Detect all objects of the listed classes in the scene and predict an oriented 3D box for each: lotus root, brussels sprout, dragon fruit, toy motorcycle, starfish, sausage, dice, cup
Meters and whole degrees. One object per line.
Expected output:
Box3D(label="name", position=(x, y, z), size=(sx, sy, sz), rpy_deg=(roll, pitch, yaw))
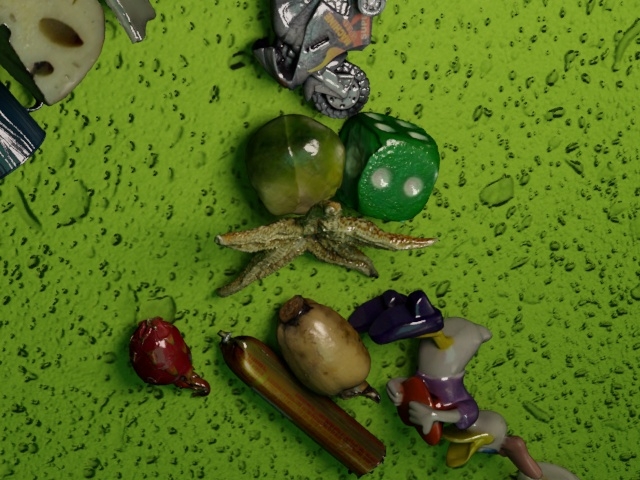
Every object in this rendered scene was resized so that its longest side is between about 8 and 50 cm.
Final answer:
Box3D(label="lotus root", position=(0.012, 0.180, 1.765), size=(0.118, 0.125, 0.221), rpy_deg=(-34, 110, 2))
Box3D(label="brussels sprout", position=(-0.033, -0.112, 1.620), size=(0.155, 0.117, 0.155), rpy_deg=(-7, 145, -5))
Box3D(label="dragon fruit", position=(-0.230, 0.194, 1.733), size=(0.094, 0.094, 0.190), rpy_deg=(-29, 130, 0))
Box3D(label="toy motorcycle", position=(-0.007, -0.311, 1.539), size=(0.173, 0.108, 0.307), rpy_deg=(-2, 113, -8))
Box3D(label="starfish", position=(0.000, -0.003, 1.619), size=(0.347, 0.078, 0.358), rpy_deg=(-1, 160, -17))
Box3D(label="sausage", position=(-0.039, 0.255, 1.818), size=(0.082, 0.082, 0.371), rpy_deg=(-43, 117, 7))
Box3D(label="dice", position=(0.094, -0.108, 1.649), size=(0.120, 0.128, 0.130), rpy_deg=(9, 111, -21))
Box3D(label="cup", position=(-0.443, -0.170, 1.498), size=(0.113, 0.150, 0.138), rpy_deg=(-16, 123, 32))
Box3D(label="lotus root", position=(-0.393, -0.335, 1.348), size=(0.149, 0.260, 0.267), rpy_deg=(-42, 146, -16))

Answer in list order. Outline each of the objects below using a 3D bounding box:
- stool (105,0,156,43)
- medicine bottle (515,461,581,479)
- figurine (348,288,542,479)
Box3D(label="stool", position=(-0.177, -0.421, 1.359), size=(0.244, 0.170, 0.269), rpy_deg=(-25, 110, 10))
Box3D(label="medicine bottle", position=(0.380, 0.528, 2.030), size=(0.131, 0.131, 0.250), rpy_deg=(9, 112, -19))
Box3D(label="figurine", position=(0.212, 0.236, 1.839), size=(0.193, 0.154, 0.420), rpy_deg=(-32, 116, -15))
